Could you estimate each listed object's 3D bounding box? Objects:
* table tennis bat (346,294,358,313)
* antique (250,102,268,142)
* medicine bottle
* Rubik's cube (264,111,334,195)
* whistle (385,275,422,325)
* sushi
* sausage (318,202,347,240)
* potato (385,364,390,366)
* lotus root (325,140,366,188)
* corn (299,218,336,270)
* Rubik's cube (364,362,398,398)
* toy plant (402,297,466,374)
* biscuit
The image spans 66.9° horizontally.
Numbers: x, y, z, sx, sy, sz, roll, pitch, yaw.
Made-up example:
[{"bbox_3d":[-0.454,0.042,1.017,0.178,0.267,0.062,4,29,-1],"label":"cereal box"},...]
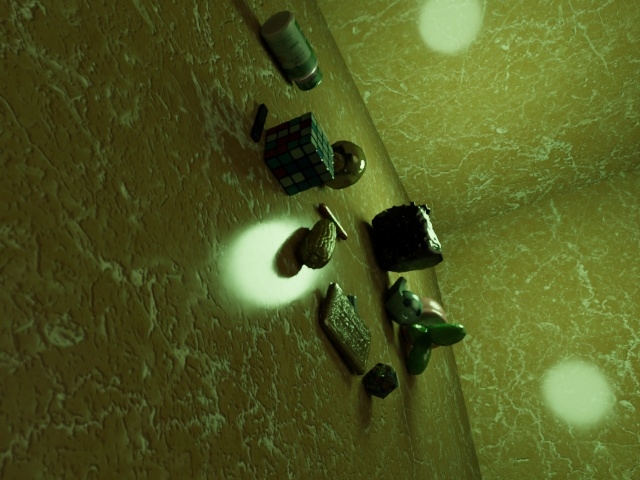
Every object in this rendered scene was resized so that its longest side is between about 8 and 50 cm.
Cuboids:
[{"bbox_3d":[0.108,0.289,1.534,0.153,0.040,0.245,39,39,-53],"label":"table tennis bat"},{"bbox_3d":[-0.173,-0.337,1.384,0.192,0.015,0.031,-85,152,-50],"label":"antique"},{"bbox_3d":[-0.095,-0.679,1.765,0.274,0.133,0.134,48,29,-48],"label":"medicine bottle"},{"bbox_3d":[-0.059,-0.252,1.414,0.155,0.151,0.154,-93,157,-43],"label":"Rubik's cube"},{"bbox_3d":[0.370,0.279,2.114,0.164,0.163,0.290,67,19,-10],"label":"whistle"},{"bbox_3d":[0.399,-0.004,2.275,0.281,0.299,0.294,108,-29,-74],"label":"sushi"},{"bbox_3d":[0.046,-0.063,1.716,0.223,0.029,0.029,51,26,-45],"label":"sausage"},{"bbox_3d":[0.234,0.461,1.712,0.092,0.045,0.047,17,92,-65],"label":"potato"},{"bbox_3d":[0.088,-0.284,1.820,0.183,0.182,0.310,69,18,-4],"label":"lotus root"},{"bbox_3d":[0.000,0.005,1.422,0.260,0.091,0.091,-67,170,-65],"label":"corn"},{"bbox_3d":[0.192,0.443,1.530,0.111,0.111,0.093,56,50,-38],"label":"Rubik's cube"},{"bbox_3d":[0.492,0.394,2.173,0.210,0.317,0.356,42,21,-5],"label":"toy plant"},{"bbox_3d":[0.081,0.259,1.438,0.255,0.029,0.172,55,32,-28],"label":"biscuit"}]
